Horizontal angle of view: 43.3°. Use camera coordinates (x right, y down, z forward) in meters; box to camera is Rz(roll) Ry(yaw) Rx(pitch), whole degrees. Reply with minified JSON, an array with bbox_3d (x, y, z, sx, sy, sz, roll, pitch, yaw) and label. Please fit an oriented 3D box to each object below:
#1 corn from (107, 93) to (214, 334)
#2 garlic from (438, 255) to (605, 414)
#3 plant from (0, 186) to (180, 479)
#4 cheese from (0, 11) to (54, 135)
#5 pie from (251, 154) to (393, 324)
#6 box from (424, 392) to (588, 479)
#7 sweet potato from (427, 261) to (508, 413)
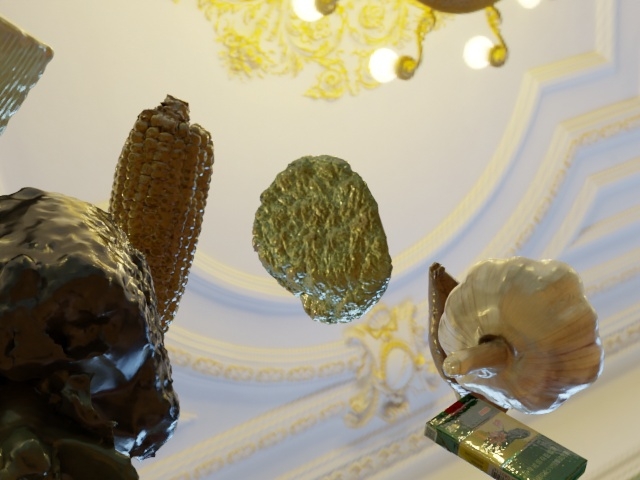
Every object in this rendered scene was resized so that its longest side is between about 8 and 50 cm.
[{"bbox_3d":[-0.205,-0.019,0.988,0.119,0.119,0.321,15,-93,-33],"label":"corn"},{"bbox_3d":[0.211,0.119,0.914,0.226,0.199,0.199,-17,-61,-55],"label":"garlic"},{"bbox_3d":[-0.226,0.108,0.611,0.215,0.312,0.213,-16,-61,-2],"label":"plant"},{"bbox_3d":[-0.469,-0.170,0.892,0.265,0.124,0.242,-54,-23,3],"label":"cheese"},{"bbox_3d":[0.006,-0.004,1.279,0.105,0.274,0.257,-10,-38,-46],"label":"pie"},{"bbox_3d":[0.303,0.342,1.332,0.132,0.235,0.034,-22,-52,-43],"label":"box"},{"bbox_3d":[0.259,0.187,1.509,0.131,0.131,0.336,-37,-64,-14],"label":"sweet potato"}]
